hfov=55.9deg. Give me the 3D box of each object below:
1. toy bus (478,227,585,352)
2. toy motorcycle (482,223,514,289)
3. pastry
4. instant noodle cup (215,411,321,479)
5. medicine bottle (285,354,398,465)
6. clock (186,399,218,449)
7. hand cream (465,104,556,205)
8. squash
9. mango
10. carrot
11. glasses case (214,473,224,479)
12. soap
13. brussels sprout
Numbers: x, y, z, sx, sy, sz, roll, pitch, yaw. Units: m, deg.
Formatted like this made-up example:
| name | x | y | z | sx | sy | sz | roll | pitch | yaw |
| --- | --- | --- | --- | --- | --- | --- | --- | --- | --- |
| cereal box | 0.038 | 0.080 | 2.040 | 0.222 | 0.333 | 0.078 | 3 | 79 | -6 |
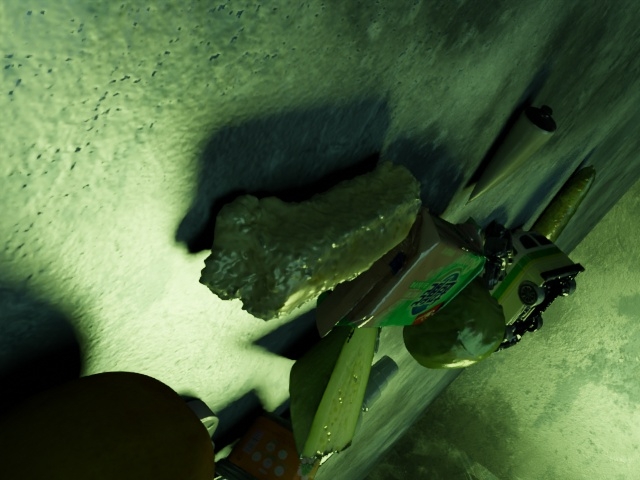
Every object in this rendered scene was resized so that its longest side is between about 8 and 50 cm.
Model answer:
| name | x | y | z | sx | sy | sz | roll | pitch | yaw |
| --- | --- | --- | --- | --- | --- | --- | --- | --- | --- |
| toy bus | 0.466 | 0.127 | 1.470 | 0.143 | 0.179 | 0.305 | -11 | 141 | -32 |
| toy motorcycle | 0.366 | 0.021 | 1.243 | 0.193 | 0.061 | 0.124 | -31 | 125 | -61 |
| pastry | 0.003 | -0.006 | 0.582 | 0.258 | 0.089 | 0.121 | -22 | 136 | -49 |
| instant noodle cup | -0.074 | 0.362 | 0.986 | 0.178 | 0.208 | 0.125 | -7 | -135 | 56 |
| medicine bottle | 0.013 | 0.347 | 1.160 | 0.352 | 0.110 | 0.110 | -36 | 156 | -21 |
| clock | -0.203 | 0.298 | 0.770 | 0.172 | 0.064 | 0.198 | -30 | 152 | -34 |
| hand cream | 0.284 | -0.126 | 0.901 | 0.087 | 0.054 | 0.186 | -31 | 160 | -40 |
| squash | 0.045 | 0.209 | 0.931 | 0.155 | 0.204 | 0.237 | -24 | 160 | 11 |
| mango | -0.233 | 0.235 | 0.482 | 0.317 | 0.173 | 0.211 | -32 | 154 | -14 |
| carrot | 0.595 | -0.048 | 1.533 | 0.074 | 0.074 | 0.358 | -26 | 150 | -38 |
| glasses case | -0.176 | 0.404 | 1.049 | 0.033 | 0.023 | 0.083 | -43 | 157 | 18 |
| soap | 0.120 | 0.042 | 0.843 | 0.218 | 0.098 | 0.273 | -44 | 156 | 15 |
| brussels sprout | 0.269 | 0.172 | 1.226 | 0.223 | 0.161 | 0.223 | -36 | 180 | 0 |
